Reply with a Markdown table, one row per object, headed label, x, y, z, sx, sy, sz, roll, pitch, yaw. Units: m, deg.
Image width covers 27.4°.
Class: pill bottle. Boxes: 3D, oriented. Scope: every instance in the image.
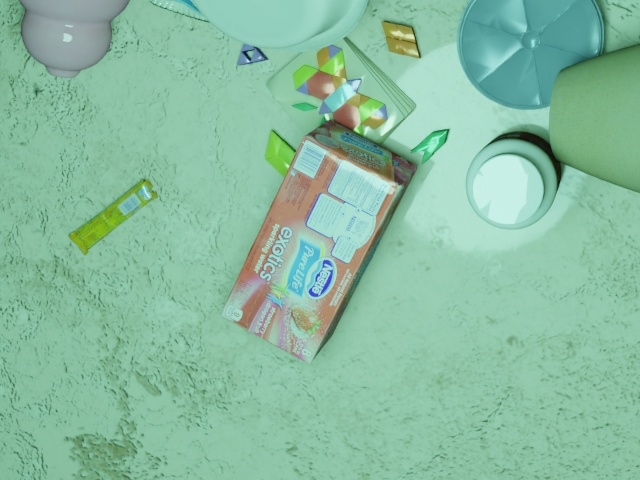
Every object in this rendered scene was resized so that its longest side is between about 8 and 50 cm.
| label | x | y | z | sx | sy | sz | roll | pitch | yaw |
| --- | --- | --- | --- | --- | --- | --- | --- | --- | --- |
| pill bottle | 0.259 | -0.081 | 1.765 | 0.121 | 0.216 | 0.121 | 2 | 99 | 12 |

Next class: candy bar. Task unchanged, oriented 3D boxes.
| label | x | y | z | sx | sy | sz | roll | pitch | yaw |
| --- | --- | --- | --- | --- | --- | --- | --- | --- | --- |
| candy bar | -0.315 | -0.037 | 2.004 | 0.161 | 0.018 | 0.040 | -36 | 93 | 15 |

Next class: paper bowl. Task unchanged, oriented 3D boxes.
| label | x | y | z | sx | sy | sz | roll | pitch | yaw |
| --- | --- | --- | --- | --- | --- | --- | --- | --- | --- |
| paper bowl | -0.066 | -0.369 | 1.735 | 0.284 | 0.148 | 0.284 | 13 | 139 | 12 |

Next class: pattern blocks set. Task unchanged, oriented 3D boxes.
| label | x | y | z | sx | sy | sz | roll | pitch | yaw |
| --- | --- | --- | --- | --- | --- | --- | --- | --- | --- |
| pattern blocks set | 0.027 | -0.206 | 1.896 | 0.325 | 0.026 | 0.285 | 37 | 105 | 5 |

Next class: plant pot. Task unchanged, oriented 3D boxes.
| label | x | y | z | sx | sy | sz | roll | pitch | yaw |
| --- | --- | --- | --- | --- | --- | --- | --- | --- | --- |
| plant pot | 0.447 | -0.160 | 1.714 | 0.274 | 0.256 | 0.256 | 5 | 100 | 24 |

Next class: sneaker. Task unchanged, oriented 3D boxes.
| label | x | y | z | sx | sy | sz | roll | pitch | yaw |
| --- | --- | --- | --- | --- | --- | --- | --- | --- | --- |
| sneaker | -0.167 | -0.354 | 1.898 | 0.162 | 0.063 | 0.073 | 19 | 99 | 9 |

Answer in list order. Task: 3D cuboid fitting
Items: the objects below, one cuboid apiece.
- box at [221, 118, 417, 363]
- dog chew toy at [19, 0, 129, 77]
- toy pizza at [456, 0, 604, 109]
| label | x | y | z | sx | sy | sz | roll | pitch | yaw |
| --- | --- | --- | --- | --- | --- | --- | --- | --- | --- |
| box | 0.000 | 0.000 | 1.860 | 0.154 | 0.142 | 0.300 | 28 | 110 | 7 |
| dog chew toy | -0.351 | -0.396 | 1.869 | 0.207 | 0.206 | 0.331 | 14 | 109 | 10 |
| toy pizza | 0.288 | -0.279 | 1.811 | 0.201 | 0.032 | 0.201 | 1 | 112 | 3 |
